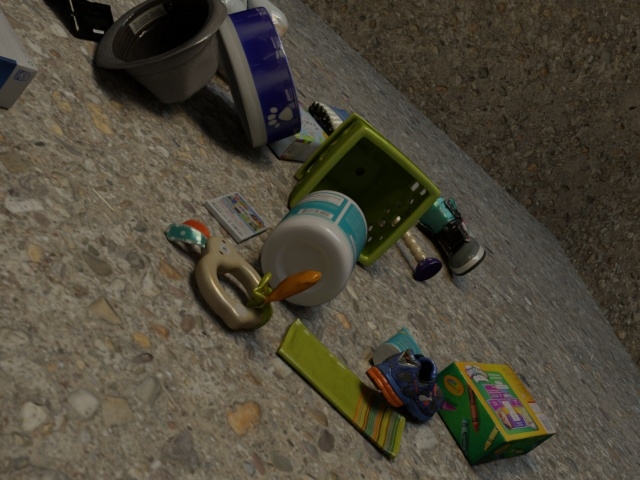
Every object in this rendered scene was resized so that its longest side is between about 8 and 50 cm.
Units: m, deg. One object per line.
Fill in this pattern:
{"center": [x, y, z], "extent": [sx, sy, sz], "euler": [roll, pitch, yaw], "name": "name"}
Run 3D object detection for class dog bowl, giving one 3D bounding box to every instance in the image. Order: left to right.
{"center": [-0.127, -0.326, 1.457], "extent": [0.265, 0.104, 0.265], "euler": [162, -90, -83], "name": "dog bowl"}

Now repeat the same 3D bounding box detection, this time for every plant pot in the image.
{"center": [0.083, -0.122, 1.524], "extent": [0.228, 0.227, 0.207], "euler": [39, 16, -19], "name": "plant pot"}

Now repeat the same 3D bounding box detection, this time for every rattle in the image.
{"center": [-0.114, 0.015, 1.015], "extent": [0.130, 0.143, 0.199], "euler": [-7, 61, -43], "name": "rattle"}

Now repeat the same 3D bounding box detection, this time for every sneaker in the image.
{"center": [0.097, -0.227, 1.815], "extent": [0.147, 0.130, 0.330], "euler": [-9, 55, -40], "name": "sneaker"}
{"center": [0.160, 0.233, 1.177], "extent": [0.083, 0.087, 0.221], "euler": [56, 11, 31], "name": "sneaker"}
{"center": [0.352, -0.026, 1.983], "extent": [0.178, 0.124, 0.295], "euler": [48, 12, -11], "name": "sneaker"}

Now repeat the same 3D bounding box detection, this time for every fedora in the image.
{"center": [-0.269, -0.337, 1.307], "extent": [0.275, 0.244, 0.124], "euler": [-98, 171, -47], "name": "fedora"}

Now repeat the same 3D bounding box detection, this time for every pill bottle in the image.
{"center": [0.000, 0.000, 1.238], "extent": [0.146, 0.146, 0.264], "euler": [45, 21, -4], "name": "pill bottle"}

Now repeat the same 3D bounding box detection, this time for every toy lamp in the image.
{"center": [0.201, -0.029, 1.773], "extent": [0.080, 0.080, 0.274], "euler": [17, 36, -52], "name": "toy lamp"}

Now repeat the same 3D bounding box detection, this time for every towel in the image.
{"center": [0.035, 0.220, 1.084], "extent": [0.237, 0.021, 0.102], "euler": [44, 20, -6], "name": "towel"}

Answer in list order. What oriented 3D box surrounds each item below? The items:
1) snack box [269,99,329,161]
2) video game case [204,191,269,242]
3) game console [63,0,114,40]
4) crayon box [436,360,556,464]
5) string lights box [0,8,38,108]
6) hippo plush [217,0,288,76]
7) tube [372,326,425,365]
{"center": [-0.075, -0.267, 1.685], "extent": [0.174, 0.070, 0.207], "euler": [52, 23, 16], "name": "snack box"}
{"center": [-0.141, -0.041, 1.233], "extent": [0.087, 0.011, 0.122], "euler": [48, 21, 4], "name": "video game case"}
{"center": [-0.442, -0.410, 1.324], "extent": [0.122, 0.071, 0.107], "euler": [-24, 102, -67], "name": "game console"}
{"center": [0.325, 0.320, 1.370], "extent": [0.278, 0.081, 0.165], "euler": [16, 36, -53], "name": "crayon box"}
{"center": [-0.486, -0.252, 0.861], "extent": [0.133, 0.077, 0.260], "euler": [54, 22, 20], "name": "string lights box"}
{"center": [-0.213, -0.487, 1.568], "extent": [0.234, 0.294, 0.236], "euler": [28, 26, 12], "name": "hippo plush"}
{"center": [0.148, 0.200, 1.308], "extent": [0.080, 0.052, 0.207], "euler": [61, 17, 11], "name": "tube"}
